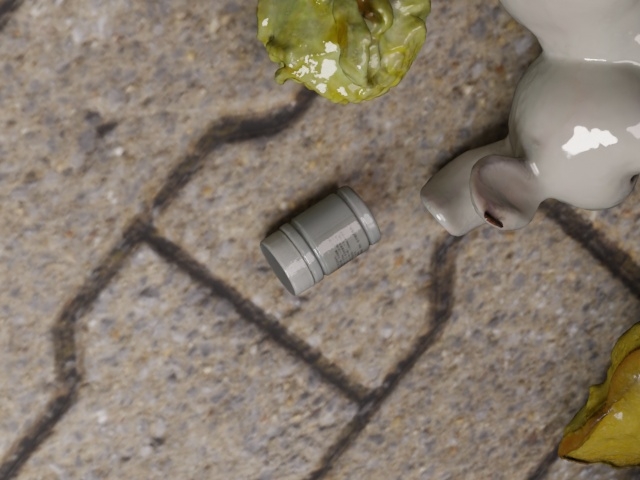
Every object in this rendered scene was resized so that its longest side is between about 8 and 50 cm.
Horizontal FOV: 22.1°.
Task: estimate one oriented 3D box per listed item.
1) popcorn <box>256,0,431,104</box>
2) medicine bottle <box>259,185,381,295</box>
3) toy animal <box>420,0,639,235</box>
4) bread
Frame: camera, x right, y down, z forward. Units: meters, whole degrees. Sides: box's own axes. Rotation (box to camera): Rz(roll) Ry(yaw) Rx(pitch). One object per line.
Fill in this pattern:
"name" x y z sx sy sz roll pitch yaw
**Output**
"popcorn" 0.018 -0.178 1.331 0.141 0.162 0.135 3 144 -2
"medicine bottle" 0.000 0.000 1.410 0.091 0.058 0.058 -33 117 -10
"toy animal" 0.219 -0.146 1.397 0.247 0.183 0.310 -4 114 -18
"bread" 0.338 0.132 1.556 0.161 0.088 0.233 6 140 -33
